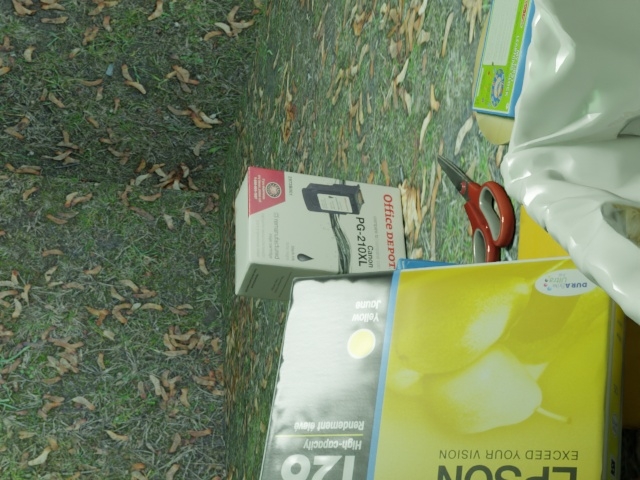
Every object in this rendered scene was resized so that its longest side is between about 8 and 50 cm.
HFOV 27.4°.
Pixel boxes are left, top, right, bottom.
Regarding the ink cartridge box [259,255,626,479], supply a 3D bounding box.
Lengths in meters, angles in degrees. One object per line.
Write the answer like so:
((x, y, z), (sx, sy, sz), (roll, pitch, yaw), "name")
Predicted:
((0.095, 0.169, 1.083), (0.072, 0.304, 0.307), (45, -133, -51), "ink cartridge box")

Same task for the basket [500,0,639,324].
((0.280, -0.123, 0.633), (0.328, 0.267, 0.331), (-119, 36, -69), "basket")

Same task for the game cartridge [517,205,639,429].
((0.259, 0.025, 1.183), (0.324, 0.053, 0.285), (164, 111, -74), "game cartridge")

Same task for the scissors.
((0.188, -0.066, 1.612), (0.297, 0.021, 0.109), (-100, 17, -54), "scissors")

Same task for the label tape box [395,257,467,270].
((0.120, 0.224, 1.580), (0.240, 0.106, 0.333), (-99, 19, -48), "label tape box")

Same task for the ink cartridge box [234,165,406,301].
((0.000, 0.000, 1.922), (0.100, 0.237, 0.172), (117, 156, -53), "ink cartridge box")

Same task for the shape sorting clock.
((0.220, -0.207, 1.463), (0.206, 0.040, 0.206), (-171, 90, -77), "shape sorting clock")
